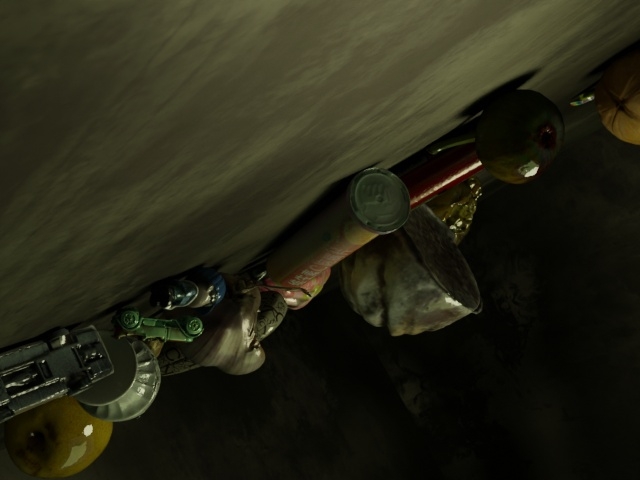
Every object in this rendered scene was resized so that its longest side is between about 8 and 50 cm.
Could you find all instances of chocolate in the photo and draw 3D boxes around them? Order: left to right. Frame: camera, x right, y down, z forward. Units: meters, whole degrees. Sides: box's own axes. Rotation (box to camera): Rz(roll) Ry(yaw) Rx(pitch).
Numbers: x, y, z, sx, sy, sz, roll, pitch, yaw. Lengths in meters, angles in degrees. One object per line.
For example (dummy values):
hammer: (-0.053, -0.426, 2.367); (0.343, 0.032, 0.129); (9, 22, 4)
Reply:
chocolate: (0.150, 0.064, 1.889); (0.213, 0.303, 0.303); (-34, 173, 19)

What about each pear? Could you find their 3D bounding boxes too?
pear: (-0.506, 0.360, 1.891); (0.209, 0.208, 0.209); (-28, 174, -3)

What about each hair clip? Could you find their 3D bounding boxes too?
hair clip: (0.609, -0.331, 2.047); (0.060, 0.033, 0.188); (-26, 174, -30)

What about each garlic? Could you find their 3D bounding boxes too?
garlic: (-0.142, 0.117, 1.733); (0.257, 0.207, 0.207); (-28, 175, 4)

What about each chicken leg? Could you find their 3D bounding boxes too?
chicken leg: (0.193, -0.021, 2.267); (0.153, 0.201, 0.429); (12, 155, -35)

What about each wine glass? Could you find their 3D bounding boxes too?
wine glass: (-0.368, 0.231, 1.694); (0.165, 0.165, 0.196); (-28, 169, -11)

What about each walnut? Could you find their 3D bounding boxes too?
walnut: (0.635, -0.284, 1.853); (0.222, 0.195, 0.195); (-33, 178, -38)

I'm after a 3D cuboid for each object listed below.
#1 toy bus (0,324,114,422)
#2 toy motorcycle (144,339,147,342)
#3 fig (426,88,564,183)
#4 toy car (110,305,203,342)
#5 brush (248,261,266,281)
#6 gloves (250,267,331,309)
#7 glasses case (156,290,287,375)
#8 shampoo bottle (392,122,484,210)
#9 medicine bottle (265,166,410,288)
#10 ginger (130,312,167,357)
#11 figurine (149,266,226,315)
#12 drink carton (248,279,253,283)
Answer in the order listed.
toy bus: (-0.445, 0.210, 1.375); (0.138, 0.097, 0.342); (-29, 174, 26)
toy motorcycle: (-0.423, 0.263, 2.008); (0.225, 0.073, 0.152); (-35, -166, 1)
fig: (0.275, -0.163, 1.559); (0.149, 0.149, 0.245); (-25, -165, -32)
toy car: (-0.264, 0.139, 1.558); (0.143, 0.054, 0.073); (10, 170, -22)
brush: (0.000, -0.001, 1.959); (0.323, 0.051, 0.070); (-25, 167, -12)
gloves: (-0.058, 0.085, 2.090); (0.145, 0.126, 0.241); (-28, -179, 24)
glasses case: (-0.223, 0.196, 2.023); (0.355, 0.085, 0.137); (-23, -161, 29)
shampoo bottle: (0.235, -0.139, 1.686); (0.314, 0.076, 0.118); (-30, -178, 13)
medicine bottle: (0.018, -0.005, 1.698); (0.108, 0.108, 0.426); (-26, 175, -27)
ginger: (-0.285, 0.158, 1.894); (0.288, 0.075, 0.089); (-36, 173, 32)
figurine: (-0.215, 0.077, 1.564); (0.077, 0.079, 0.136); (-1, 170, 36)
drink carton: (-0.121, 0.128, 2.242); (0.223, 0.096, 0.071); (-24, 173, -39)
